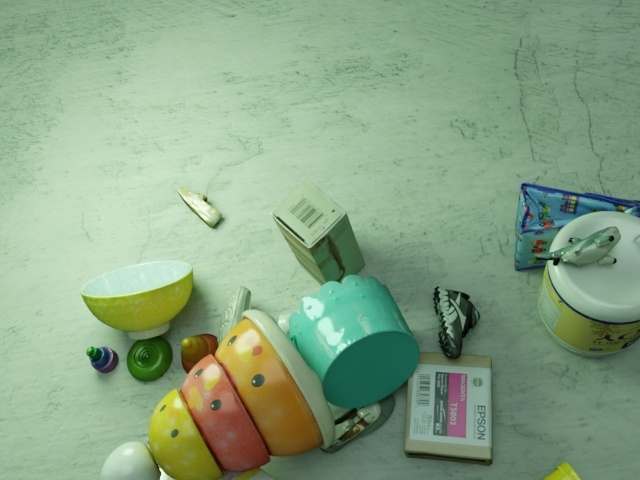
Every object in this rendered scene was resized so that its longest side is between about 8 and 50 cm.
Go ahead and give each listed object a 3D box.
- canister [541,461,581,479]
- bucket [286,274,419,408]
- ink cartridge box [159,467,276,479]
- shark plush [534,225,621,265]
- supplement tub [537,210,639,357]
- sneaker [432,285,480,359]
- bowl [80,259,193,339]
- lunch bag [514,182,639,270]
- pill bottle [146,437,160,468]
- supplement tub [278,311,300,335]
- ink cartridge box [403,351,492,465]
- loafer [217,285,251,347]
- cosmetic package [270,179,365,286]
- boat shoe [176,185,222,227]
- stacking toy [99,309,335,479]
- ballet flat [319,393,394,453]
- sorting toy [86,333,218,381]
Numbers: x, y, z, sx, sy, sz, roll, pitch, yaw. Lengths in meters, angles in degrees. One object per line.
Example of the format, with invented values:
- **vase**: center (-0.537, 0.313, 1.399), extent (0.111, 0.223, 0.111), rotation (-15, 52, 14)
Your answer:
- **canister**: center (0.483, 0.566, 1.325), extent (0.170, 0.073, 0.126), rotation (-33, 61, -3)
- **bucket**: center (0.080, 0.238, 1.455), extent (0.281, 0.281, 0.183), rotation (-29, 42, -3)
- **ink cartridge box**: center (-0.194, 0.600, 1.393), extent (0.353, 0.119, 0.207), rotation (29, 45, 24)
- **shark plush**: center (0.510, 0.019, 1.248), extent (0.161, 0.073, 0.067), rotation (-25, 38, 23)
- **supplement tub**: center (0.607, 0.110, 1.381), extent (0.241, 0.331, 0.241), rotation (-6, 62, 11)
- **sneaker**: center (0.332, 0.191, 1.512), extent (0.106, 0.078, 0.234), rotation (2, 32, 2)
- **bowl**: center (-0.470, 0.169, 1.681), extent (0.289, 0.289, 0.156), rotation (-5, 106, 10)
- **lunch bag**: center (0.620, -0.023, 1.509), extent (0.293, 0.221, 0.138), rotation (3, 64, 14)
- **pill bottle**: center (-0.399, 0.522, 1.566), extent (0.043, 0.043, 0.083), rotation (-34, 61, -6)
- **supplement tub**: center (-0.048, 0.218, 1.625), extent (0.107, 0.071, 0.071), rotation (-8, 62, 10)
- **ink cartridge box**: center (0.295, 0.381, 1.454), extent (0.193, 0.088, 0.234), rotation (0, 62, 14)
- **loafer**: center (-0.204, 0.273, 1.624), extent (0.111, 0.112, 0.319), rotation (14, 64, -21)
- **cosmetic package**: center (0.000, 0.000, 1.598), extent (0.129, 0.296, 0.153), rotation (-45, 61, -10)
- **boat shoe**: center (-0.356, -0.108, 1.872), extent (0.059, 0.063, 0.170), rotation (-43, 72, -13)
- **stacking toy**: center (-0.238, 0.403, 1.352), extent (0.480, 0.350, 0.350), rotation (-31, 60, -18)
- **ballet flat**: center (0.085, 0.426, 1.490), extent (0.213, 0.068, 0.072), rotation (-35, 61, -6)
- **sorting toy**: center (-0.445, 0.289, 1.649), extent (0.365, 0.126, 0.127), rotation (-5, 63, 10)
